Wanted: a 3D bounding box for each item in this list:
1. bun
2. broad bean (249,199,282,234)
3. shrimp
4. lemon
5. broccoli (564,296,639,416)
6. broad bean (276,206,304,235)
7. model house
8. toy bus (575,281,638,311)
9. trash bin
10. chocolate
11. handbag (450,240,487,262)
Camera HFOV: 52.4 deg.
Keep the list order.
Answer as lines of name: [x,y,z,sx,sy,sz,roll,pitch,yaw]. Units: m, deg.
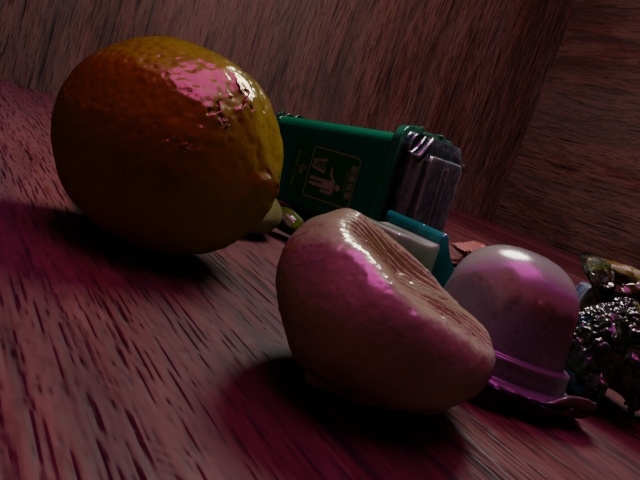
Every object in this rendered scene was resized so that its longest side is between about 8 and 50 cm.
bun: [0.041,0.072,0.546,0.222,0.127,0.222,42,9,-8]
broad bean: [-0.186,-0.083,1.046,0.263,0.121,0.189,33,4,-1]
shrimp: [0.567,0.123,1.134,0.272,0.085,0.445,38,26,13]
lemon: [-0.172,-0.107,0.749,0.267,0.267,0.267,18,10,-3]
broccoli: [0.347,0.142,0.743,0.160,0.167,0.154,45,45,0]
broad bean: [-0.001,0.000,1.049,0.256,0.053,0.052,28,-25,42]
model house: [0.089,0.035,0.791,0.149,0.127,0.100,6,16,-43]
toy bus: [0.606,0.143,1.326,0.191,0.075,0.064,19,10,-2]
trash bin: [0.091,-0.135,1.395,0.381,0.259,0.295,21,10,32]
chocolate: [0.199,0.082,0.683,0.221,0.147,0.221,22,12,-5]
handbag: [0.400,0.062,1.439,0.213,0.059,0.157,26,11,33]
